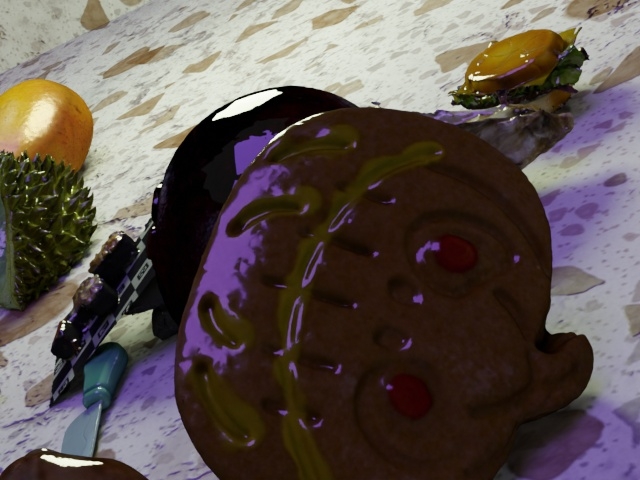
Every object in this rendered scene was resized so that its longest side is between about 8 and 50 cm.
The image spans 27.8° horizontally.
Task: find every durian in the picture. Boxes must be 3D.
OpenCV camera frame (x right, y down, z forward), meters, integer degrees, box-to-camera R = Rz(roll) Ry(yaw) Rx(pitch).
[{"bbox_3d":[-0.471,-0.037,2.055,0.394,0.163,0.198,48,117,48],"label":"durian"}]

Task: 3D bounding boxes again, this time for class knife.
[{"bbox_3d":[-0.269,0.203,1.485,0.063,0.034,0.260,-26,26,17],"label":"knife"}]

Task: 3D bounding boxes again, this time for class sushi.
[{"bbox_3d":[-0.274,0.056,1.623,0.279,0.043,0.192,-50,20,16],"label":"sushi"}]

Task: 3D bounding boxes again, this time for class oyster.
[{"bbox_3d":[0.120,-0.099,1.513,0.341,0.110,0.166,-6,20,-4],"label":"oyster"}]

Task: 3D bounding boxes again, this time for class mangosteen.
[{"bbox_3d":[0.000,0.000,1.317,0.347,0.307,0.307,8,32,8],"label":"mangosteen"}]

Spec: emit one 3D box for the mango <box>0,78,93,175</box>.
[{"bbox_3d":[-0.542,-0.147,2.312,0.199,0.201,0.350,-42,16,46],"label":"mango"}]

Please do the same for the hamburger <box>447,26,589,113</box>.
[{"bbox_3d":[0.262,-0.204,1.667,0.164,0.093,0.189,-44,26,-28],"label":"hamburger"}]

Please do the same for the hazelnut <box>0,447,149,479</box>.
[{"bbox_3d":[-0.220,0.282,1.061,0.210,0.210,0.186,-17,21,23],"label":"hazelnut"}]

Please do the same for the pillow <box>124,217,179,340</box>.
[{"bbox_3d":[-0.082,-0.009,1.638,0.326,0.101,0.228,-24,27,12],"label":"pillow"}]

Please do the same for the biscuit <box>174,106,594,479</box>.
[{"bbox_3d":[0.065,0.063,1.096,0.350,0.070,0.394,14,63,-3],"label":"biscuit"}]
